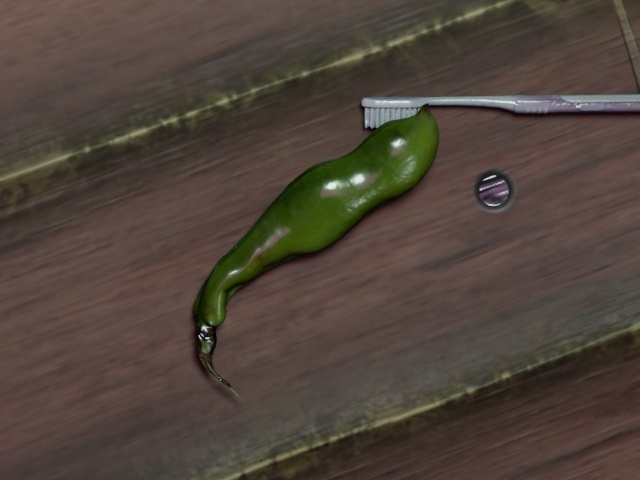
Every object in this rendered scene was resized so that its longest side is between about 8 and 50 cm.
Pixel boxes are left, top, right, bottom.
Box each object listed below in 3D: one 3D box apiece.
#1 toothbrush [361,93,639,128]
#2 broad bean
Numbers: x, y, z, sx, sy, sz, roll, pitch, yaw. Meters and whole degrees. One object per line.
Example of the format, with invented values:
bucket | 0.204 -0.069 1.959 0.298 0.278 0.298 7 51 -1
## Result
toothbrush | 0.213 -0.121 1.760 0.354 0.024 0.029 -1 103 -5
broad bean | -0.009 -0.007 1.737 0.098 0.056 0.318 38 97 -17
